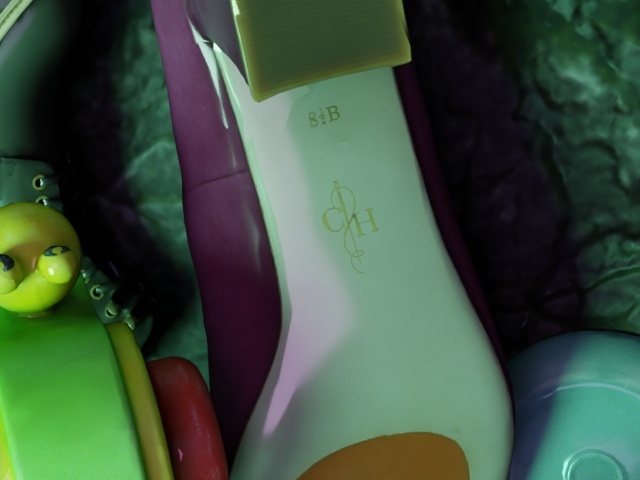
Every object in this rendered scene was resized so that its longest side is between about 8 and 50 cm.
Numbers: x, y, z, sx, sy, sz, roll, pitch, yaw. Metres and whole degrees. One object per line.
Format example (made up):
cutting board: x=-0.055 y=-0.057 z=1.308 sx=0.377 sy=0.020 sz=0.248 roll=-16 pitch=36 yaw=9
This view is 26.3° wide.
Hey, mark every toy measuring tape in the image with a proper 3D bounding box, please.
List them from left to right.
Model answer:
toy measuring tape: x=-0.081 y=0.148 z=0.515 sx=0.121 sy=0.121 sz=0.330 roll=-8 pitch=96 yaw=19

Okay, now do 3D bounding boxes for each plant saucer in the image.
plant saucer: x=0.118 y=0.099 z=0.584 sx=0.119 sy=0.021 sz=0.119 roll=4 pitch=102 yaw=18

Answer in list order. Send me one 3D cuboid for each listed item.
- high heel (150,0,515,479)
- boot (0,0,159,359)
high heel: x=0.000 y=0.000 z=0.591 sx=0.127 sy=0.181 sz=0.377 roll=-7 pitch=117 yaw=-9
boot: x=-0.113 y=-0.014 z=0.618 sx=0.137 sy=0.077 sz=0.198 roll=32 pitch=121 yaw=5
